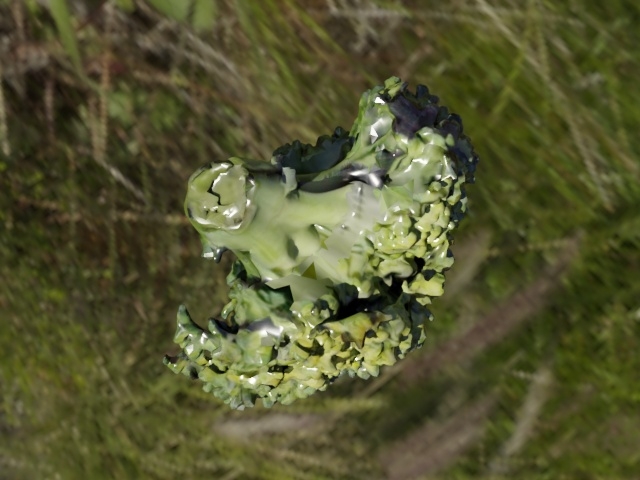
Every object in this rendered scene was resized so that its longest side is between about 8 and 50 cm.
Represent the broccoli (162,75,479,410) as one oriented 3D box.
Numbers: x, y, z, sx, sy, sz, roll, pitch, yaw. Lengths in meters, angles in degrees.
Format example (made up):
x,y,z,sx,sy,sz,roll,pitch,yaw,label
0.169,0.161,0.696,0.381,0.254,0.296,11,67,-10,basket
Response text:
x,y,z,sx,sy,sz,roll,pitch,yaw,label
0.000,0.000,0.539,0.097,0.095,0.092,-15,153,32,broccoli
